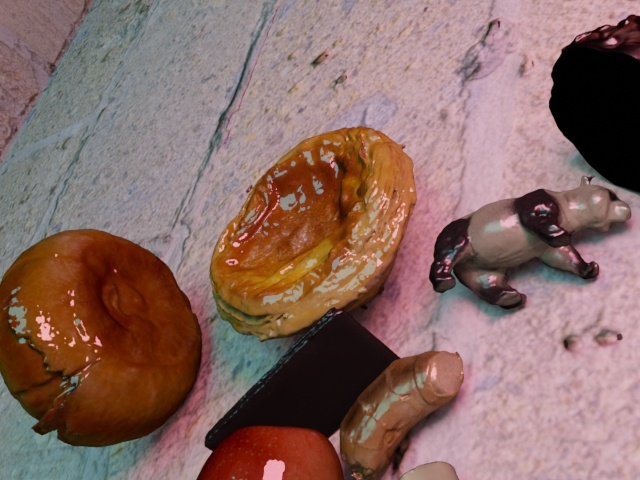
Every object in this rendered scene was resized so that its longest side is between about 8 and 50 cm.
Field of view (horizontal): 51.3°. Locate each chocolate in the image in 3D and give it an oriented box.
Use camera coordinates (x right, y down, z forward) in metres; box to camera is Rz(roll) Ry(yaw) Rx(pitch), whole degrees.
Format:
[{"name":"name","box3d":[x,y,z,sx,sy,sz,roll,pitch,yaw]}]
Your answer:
[{"name":"chocolate","box3d":[0.376,-0.174,0.697,0.177,0.206,0.224,-43,32,-8]}]

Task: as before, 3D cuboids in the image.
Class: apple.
[{"name":"apple","box3d":[-0.060,0.293,0.740,0.181,0.181,0.168,-11,68,39]}]

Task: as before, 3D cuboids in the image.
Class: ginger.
[{"name":"ginger","box3d":[0.088,0.193,0.770,0.190,0.069,0.095,-50,46,1]}]

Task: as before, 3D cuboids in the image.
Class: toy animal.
[{"name":"toy animal","box3d":[0.240,-0.003,0.772,0.225,0.094,0.121,-26,35,29]}]

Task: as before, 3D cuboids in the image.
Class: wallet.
[{"name":"wallet","box3d":[-0.020,0.200,0.829,0.244,0.124,0.025,-46,19,7]}]

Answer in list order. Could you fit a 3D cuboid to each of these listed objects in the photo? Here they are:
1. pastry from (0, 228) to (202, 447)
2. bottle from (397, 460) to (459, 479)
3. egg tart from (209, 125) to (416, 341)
[{"name":"pastry","box3d":[-0.336,0.143,1.030,0.164,0.356,0.356,-36,40,28]},{"name":"bottle","box3d":[0.133,0.314,0.625,0.072,0.072,0.201,-39,39,14]},{"name":"egg tart","box3d":[0.000,0.000,0.948,0.352,0.150,0.351,-25,45,27]}]
